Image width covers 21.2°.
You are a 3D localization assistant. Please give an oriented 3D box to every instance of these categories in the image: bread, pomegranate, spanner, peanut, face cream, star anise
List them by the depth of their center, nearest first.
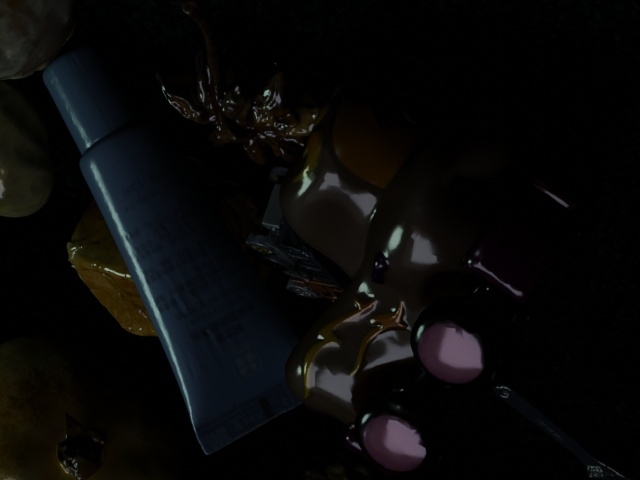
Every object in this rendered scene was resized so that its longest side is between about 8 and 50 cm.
[{"bbox_3d":[-0.081,-0.131,1.514,0.234,0.073,0.177,38,154,-31],"label":"star anise"},{"bbox_3d":[-0.137,-0.003,1.571,0.385,0.135,0.086,61,164,6],"label":"face cream"},{"bbox_3d":[-0.359,-0.139,1.673,0.274,0.125,0.111,45,180,-22],"label":"peanut"},{"bbox_3d":[-0.146,0.010,1.704,0.143,0.158,0.149,0,146,36],"label":"bread"},{"bbox_3d":[0.265,0.214,1.844,0.208,0.012,0.046,40,146,-20],"label":"spanner"},{"bbox_3d":[-0.313,0.260,2.074,0.319,0.319,0.319,19,148,12],"label":"pomegranate"}]

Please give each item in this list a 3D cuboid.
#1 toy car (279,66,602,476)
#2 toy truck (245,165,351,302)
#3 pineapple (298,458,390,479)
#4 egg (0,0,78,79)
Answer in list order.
[{"bbox_3d":[0.069,0.018,1.440,0.240,0.271,0.340,33,127,5],"label":"toy car"},{"bbox_3d":[0.000,0.000,1.604,0.092,0.083,0.192,13,165,22],"label":"toy truck"},{"bbox_3d":[-0.012,0.441,2.075,0.169,0.340,0.169,21,152,12],"label":"pineapple"},{"bbox_3d":[-0.312,-0.233,1.422,0.245,0.203,0.203,34,149,-25],"label":"egg"}]
